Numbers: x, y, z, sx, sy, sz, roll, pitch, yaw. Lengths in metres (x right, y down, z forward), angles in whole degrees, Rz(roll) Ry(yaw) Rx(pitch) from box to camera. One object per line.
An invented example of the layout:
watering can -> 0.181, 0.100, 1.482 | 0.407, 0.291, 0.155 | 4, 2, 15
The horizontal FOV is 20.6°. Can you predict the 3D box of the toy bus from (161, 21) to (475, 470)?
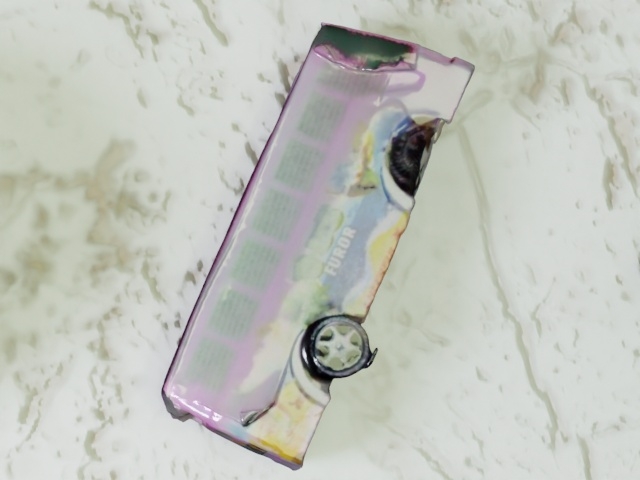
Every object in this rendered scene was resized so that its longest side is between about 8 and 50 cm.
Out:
toy bus -> 0.000, 0.000, 1.093 | 0.112, 0.090, 0.274 | 24, 80, -2
